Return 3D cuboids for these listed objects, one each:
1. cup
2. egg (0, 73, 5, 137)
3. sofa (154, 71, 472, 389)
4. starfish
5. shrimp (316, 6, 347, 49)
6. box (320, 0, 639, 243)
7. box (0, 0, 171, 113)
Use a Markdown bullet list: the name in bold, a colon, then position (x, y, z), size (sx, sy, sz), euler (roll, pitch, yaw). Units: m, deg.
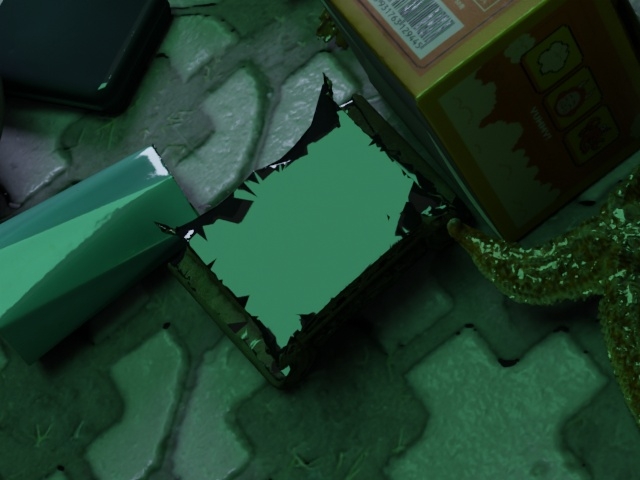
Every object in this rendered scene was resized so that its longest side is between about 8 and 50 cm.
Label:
- **cup**: position (-0.244, 0.003, 1.796), size (0.235, 0.134, 0.148), euler (-34, 83, -5)
- **egg**: position (-0.546, -0.172, 1.927), size (0.428, 0.345, 0.345), euler (28, 76, 30)
- **sofa**: position (0.000, 0.000, 1.673), size (0.258, 0.182, 0.200), euler (-42, 68, -2)
- **starfish**: position (0.316, -0.001, 1.514), size (0.293, 0.084, 0.301), euler (-39, 63, -7)
- **shrimp**: position (0.058, -0.309, 1.806), size (0.068, 0.249, 0.150), euler (26, 31, 5)
- **box**: position (0.147, -0.202, 1.634), size (0.214, 0.259, 0.283), euler (-37, 51, 3)
- **box**: position (-0.295, -0.231, 2.022), size (0.230, 0.050, 0.160), euler (12, 67, 33)
